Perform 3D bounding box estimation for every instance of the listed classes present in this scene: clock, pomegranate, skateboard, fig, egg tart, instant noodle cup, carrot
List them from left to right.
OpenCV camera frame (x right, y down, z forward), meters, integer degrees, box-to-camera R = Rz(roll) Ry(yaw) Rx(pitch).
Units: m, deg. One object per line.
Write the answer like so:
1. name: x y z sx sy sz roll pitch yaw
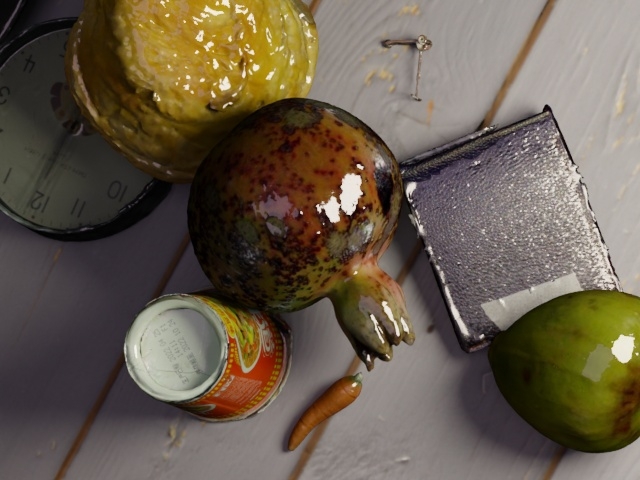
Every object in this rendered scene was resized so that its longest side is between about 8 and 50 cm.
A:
1. clock: -0.335 -0.154 1.892 0.312 0.061 0.313 -1 83 11
2. egg tart: -0.155 -0.251 1.779 0.339 0.153 0.352 30 84 -10
3. instant noodle cup: -0.148 0.138 1.743 0.193 0.212 0.193 -1 84 11
4. pomegranate: 0.000 0.000 1.698 0.285 0.285 0.341 -39 78 5
5. carrot: 0.005 0.219 1.797 0.142 0.035 0.035 -43 77 12
6. skateboard: 0.113 -0.225 1.825 0.063 0.032 0.083 1 82 22
7. fig: 0.309 0.143 1.667 0.225 0.203 0.203 20 88 34

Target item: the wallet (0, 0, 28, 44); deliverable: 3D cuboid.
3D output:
1. wallet: -0.417 -0.392 1.927 0.124 0.025 0.244 33 90 38

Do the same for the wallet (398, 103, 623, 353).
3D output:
1. wallet: 0.236 -0.013 1.762 0.221 0.071 0.262 -21 83 4
